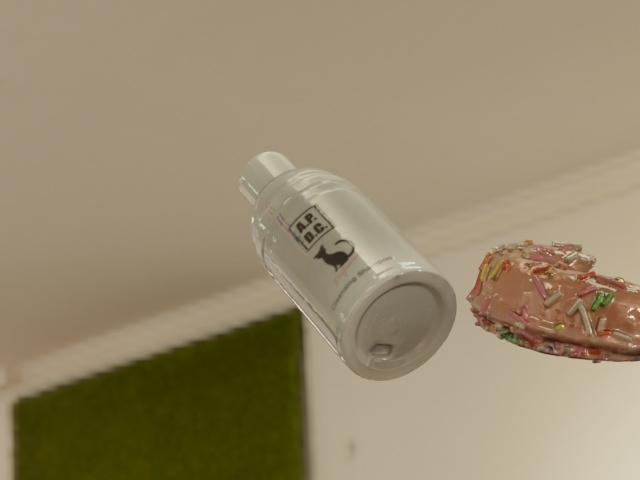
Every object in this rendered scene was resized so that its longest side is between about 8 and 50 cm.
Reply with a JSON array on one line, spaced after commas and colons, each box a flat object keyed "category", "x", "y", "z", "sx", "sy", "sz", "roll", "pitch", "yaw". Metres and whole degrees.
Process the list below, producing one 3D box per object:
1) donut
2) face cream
[{"category": "donut", "x": 0.163, "y": 0.041, "z": 1.307, "sx": 0.117, "sy": 0.065, "sz": 0.166, "roll": 3, "pitch": 10, "yaw": -25}, {"category": "face cream", "x": 0.000, "y": 0.000, "z": 2.063, "sx": 0.145, "sy": 0.145, "sz": 0.370, "roll": 8, "pitch": 25, "yaw": -37}]
